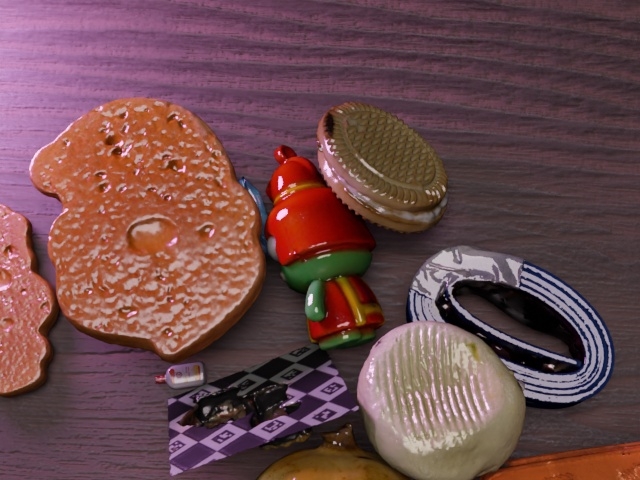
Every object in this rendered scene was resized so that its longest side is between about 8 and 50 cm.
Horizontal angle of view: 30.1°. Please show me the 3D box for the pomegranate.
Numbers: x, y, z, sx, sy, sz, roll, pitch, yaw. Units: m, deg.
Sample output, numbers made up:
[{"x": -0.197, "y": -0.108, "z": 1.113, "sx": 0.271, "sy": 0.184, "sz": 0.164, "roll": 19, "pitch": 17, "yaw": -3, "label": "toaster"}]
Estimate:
[{"x": 0.019, "y": 0.448, "z": 1.788, "sx": 0.307, "sy": 0.307, "sz": 0.307, "roll": 0, "pitch": 75, "yaw": 2, "label": "pomegranate"}]

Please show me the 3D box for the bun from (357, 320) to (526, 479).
[{"x": 0.178, "y": 0.258, "z": 1.798, "sx": 0.259, "sy": 0.160, "sz": 0.259, "roll": 1, "pitch": 56, "yaw": -1, "label": "bun"}]

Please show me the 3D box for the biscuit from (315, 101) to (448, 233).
[{"x": 0.103, "y": -0.123, "z": 1.967, "sx": 0.259, "sy": 0.079, "sz": 0.259, "roll": 21, "pitch": 39, "yaw": -18, "label": "biscuit"}]

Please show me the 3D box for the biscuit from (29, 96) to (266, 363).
[{"x": -0.273, "y": -0.022, "z": 1.938, "sx": 0.350, "sy": 0.078, "sz": 0.455, "roll": -16, "pitch": 73, "yaw": 0, "label": "biscuit"}]

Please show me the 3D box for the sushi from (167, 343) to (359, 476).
[{"x": -0.092, "y": 0.277, "z": 1.861, "sx": 0.292, "sy": 0.294, "sz": 0.059, "roll": -20, "pitch": 108, "yaw": -2, "label": "sushi"}]

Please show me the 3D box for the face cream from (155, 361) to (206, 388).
[{"x": -0.232, "y": 0.226, "z": 1.978, "sx": 0.083, "sy": 0.021, "sz": 0.040, "roll": -9, "pitch": 72, "yaw": 0, "label": "face cream"}]

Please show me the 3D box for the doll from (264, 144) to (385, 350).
[{"x": 0.000, "y": 0.001, "z": 1.952, "sx": 0.160, "sy": 0.182, "sz": 0.363, "roll": -35, "pitch": 68, "yaw": 31, "label": "doll"}]

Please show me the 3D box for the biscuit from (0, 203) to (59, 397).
[{"x": -0.549, "y": 0.103, "z": 2.008, "sx": 0.202, "sy": 0.047, "sz": 0.334, "roll": -22, "pitch": 74, "yaw": -3, "label": "biscuit"}]

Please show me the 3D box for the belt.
[{"x": 0.306, "y": 0.143, "z": 1.936, "sx": 0.347, "sy": 0.117, "sz": 0.212, "roll": 26, "pitch": 80, "yaw": 8, "label": "belt"}]

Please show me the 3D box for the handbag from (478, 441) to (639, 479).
[{"x": 0.440, "y": 0.460, "z": 1.766, "sx": 0.410, "sy": 0.116, "sz": 0.303, "roll": -13, "pitch": 71, "yaw": 28, "label": "handbag"}]

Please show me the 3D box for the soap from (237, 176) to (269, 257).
[{"x": -0.228, "y": 0.002, "z": 2.009, "sx": 0.293, "sy": 0.077, "sz": 0.156, "roll": -19, "pitch": 74, "yaw": -4, "label": "soap"}]
